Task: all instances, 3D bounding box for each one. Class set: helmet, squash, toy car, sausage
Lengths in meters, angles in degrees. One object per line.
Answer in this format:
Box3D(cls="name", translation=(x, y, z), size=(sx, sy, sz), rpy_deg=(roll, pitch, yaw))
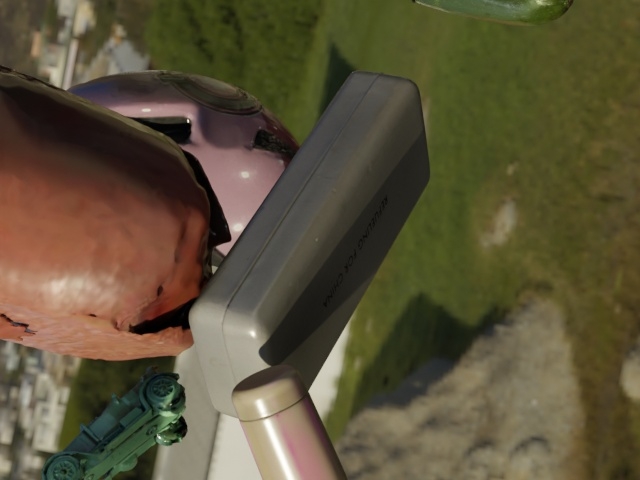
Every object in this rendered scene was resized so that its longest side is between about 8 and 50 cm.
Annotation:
Box3D(cls="helmet", translation=(-0.118, -0.062, 1.145), size=(0.198, 0.253, 0.154), rpy_deg=(-134, 31, -55))
Box3D(cls="squash", translation=(0.207, -0.297, 1.704), size=(0.095, 0.188, 0.095), rpy_deg=(-51, -27, -39))
Box3D(cls="toy car", translation=(-0.169, 0.165, 1.184), size=(0.143, 0.054, 0.073), rpy_deg=(-39, -25, -24))
Box3D(cls="sausage", translation=(-0.176, -0.016, 0.830), size=(0.152, 0.280, 0.152), rpy_deg=(-24, 58, 44))

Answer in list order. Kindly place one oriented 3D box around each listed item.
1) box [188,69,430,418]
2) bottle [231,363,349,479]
Box3D(cls="box", translation=(0.000, 0.000, 0.921), size=(0.243, 0.055, 0.103), rpy_deg=(-57, -31, -38))
Box3D(cls="bottle", translation=(-0.014, 0.118, 0.793), size=(0.045, 0.045, 0.096), rpy_deg=(-95, -18, -79))
